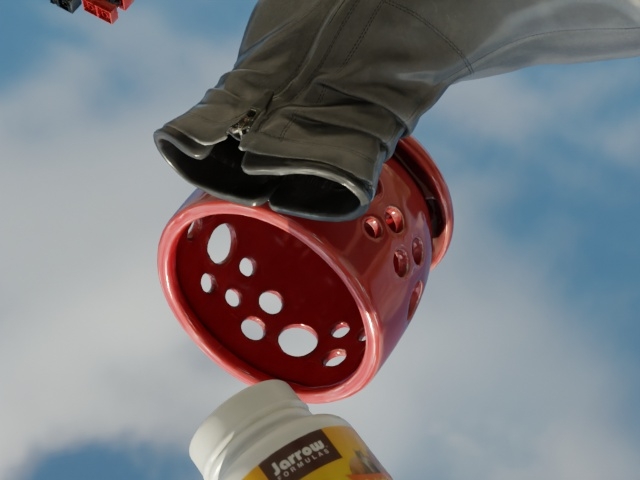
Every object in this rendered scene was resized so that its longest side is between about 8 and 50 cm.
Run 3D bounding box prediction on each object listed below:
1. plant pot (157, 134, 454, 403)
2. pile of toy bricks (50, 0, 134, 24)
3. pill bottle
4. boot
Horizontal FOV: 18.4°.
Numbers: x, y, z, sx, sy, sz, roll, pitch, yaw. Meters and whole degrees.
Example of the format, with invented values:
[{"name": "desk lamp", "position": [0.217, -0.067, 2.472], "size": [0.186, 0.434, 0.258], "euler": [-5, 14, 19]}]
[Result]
[{"name": "plant pot", "position": [0.000, 0.000, 1.494], "size": [0.191, 0.191, 0.174], "euler": [21, -133, 22]}, {"name": "pile of toy bricks", "position": [-0.225, -0.286, 1.713], "size": [0.212, 0.118, 0.105], "euler": [29, -119, 20]}, {"name": "pill bottle", "position": [0.005, 0.196, 1.291], "size": [0.117, 0.117, 0.215], "euler": [-27, -119, -23]}, {"name": "boot", "position": [0.067, -0.102, 1.339], "size": [0.338, 0.118, 0.222], "euler": [1, -132, 36]}]
